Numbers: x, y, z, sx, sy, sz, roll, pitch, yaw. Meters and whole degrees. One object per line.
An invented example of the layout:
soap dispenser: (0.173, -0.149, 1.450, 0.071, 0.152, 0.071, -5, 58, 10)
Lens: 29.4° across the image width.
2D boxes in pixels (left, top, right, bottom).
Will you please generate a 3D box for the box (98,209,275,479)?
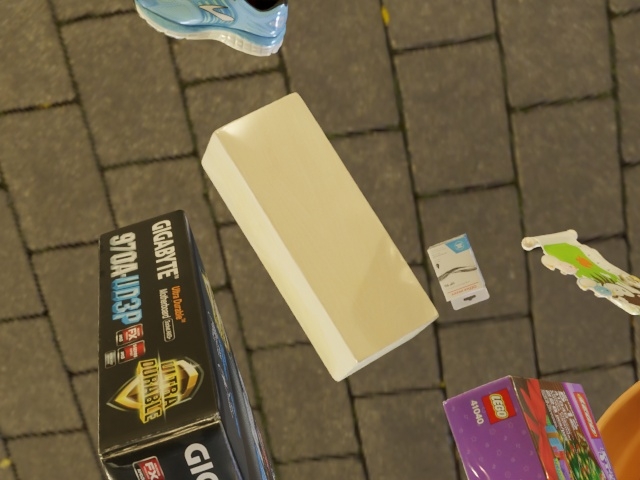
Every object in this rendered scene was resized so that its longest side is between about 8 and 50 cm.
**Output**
box: (-0.054, 0.105, 0.571, 0.051, 0.220, 0.175, -18, 114, -3)

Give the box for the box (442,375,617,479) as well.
box: (0.190, 0.244, 0.869, 0.057, 0.201, 0.293, -24, 73, 20)

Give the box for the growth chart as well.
growth chart: (0.366, 0.052, 1.492, 0.237, 0.172, 0.021, 33, 111, 18)

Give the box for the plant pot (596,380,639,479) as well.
plant pot: (0.442, 0.292, 1.287, 0.291, 0.291, 0.203, -37, 123, 18)

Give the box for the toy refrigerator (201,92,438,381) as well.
toy refrigerator: (-0.005, -0.002, 1.231, 0.102, 0.094, 0.269, -29, 81, -22)

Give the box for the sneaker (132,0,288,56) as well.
sneaker: (-0.106, -0.237, 1.191, 0.162, 0.063, 0.073, 8, 132, -22)

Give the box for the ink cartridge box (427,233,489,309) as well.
ink cartridge box: (0.165, 0.040, 1.451, 0.048, 0.028, 0.083, -21, 94, 12)
